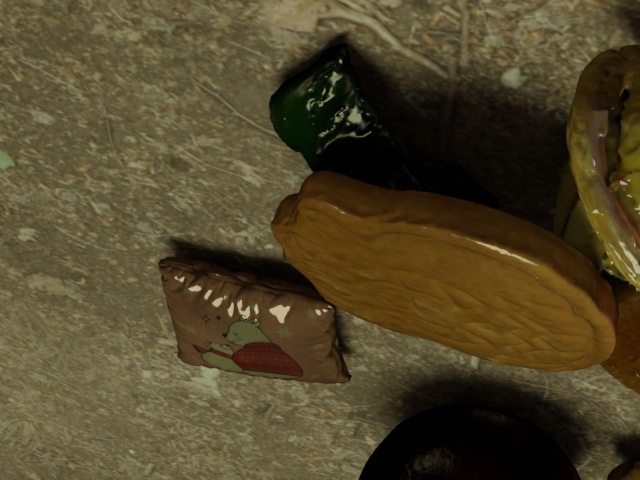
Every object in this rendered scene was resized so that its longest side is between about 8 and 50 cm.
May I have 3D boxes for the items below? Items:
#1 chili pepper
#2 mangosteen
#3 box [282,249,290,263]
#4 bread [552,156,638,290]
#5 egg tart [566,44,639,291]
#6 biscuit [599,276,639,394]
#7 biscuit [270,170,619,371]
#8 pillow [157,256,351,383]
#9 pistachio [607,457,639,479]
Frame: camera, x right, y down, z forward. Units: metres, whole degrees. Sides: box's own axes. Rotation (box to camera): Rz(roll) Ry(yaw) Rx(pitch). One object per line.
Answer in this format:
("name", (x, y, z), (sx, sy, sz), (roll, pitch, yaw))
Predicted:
("chili pepper", (0.061, -0.071, 1.887), (0.264, 0.116, 0.148), (35, 147, -26))
("mangosteen", (0.201, 0.358, 2.364), (0.306, 0.307, 0.347), (1, 176, 24))
("box", (0.000, 0.000, 2.088), (0.084, 0.060, 0.063), (13, 153, 4))
("bread", (0.368, -0.024, 1.821), (0.266, 0.142, 0.178), (25, 107, -9))
("egg tart", (0.328, -0.055, 1.646), (0.279, 0.279, 0.095), (35, 141, -28))
("biscuit", (0.480, 0.115, 2.037), (0.367, 0.063, 0.314), (25, 145, -13))
("biscuit", (0.126, 0.046, 1.894), (0.365, 0.062, 0.385), (16, 163, 17))
("pillow", (-0.080, 0.106, 2.266), (0.236, 0.084, 0.223), (11, 150, 15))
("pistachio", (0.432, 0.323, 2.358), (0.189, 0.100, 0.110), (25, 171, -29))
